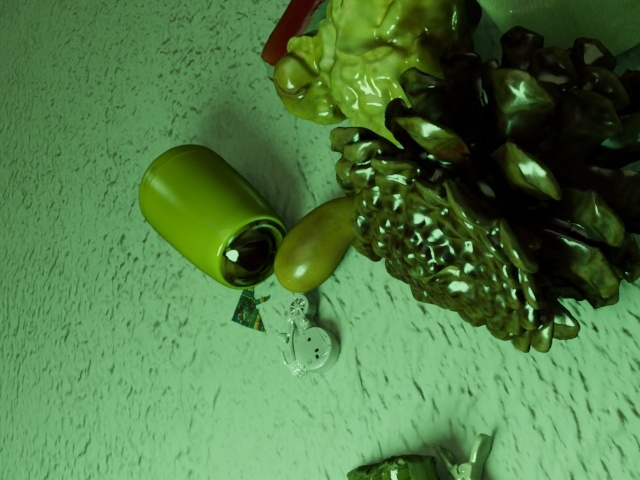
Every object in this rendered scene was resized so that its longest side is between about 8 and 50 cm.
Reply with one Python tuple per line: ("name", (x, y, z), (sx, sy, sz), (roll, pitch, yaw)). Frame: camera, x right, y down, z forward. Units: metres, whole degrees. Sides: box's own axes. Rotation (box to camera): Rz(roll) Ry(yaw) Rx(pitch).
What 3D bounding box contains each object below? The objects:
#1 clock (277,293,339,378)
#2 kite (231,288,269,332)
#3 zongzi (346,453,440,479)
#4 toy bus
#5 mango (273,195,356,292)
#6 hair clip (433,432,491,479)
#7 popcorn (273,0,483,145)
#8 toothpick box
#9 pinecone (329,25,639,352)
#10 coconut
("clock", (-0.024, 0.145, 1.147), (0.087, 0.041, 0.129), (-36, 55, 18))
("kite", (-0.119, 0.111, 1.270), (0.090, 0.004, 0.122), (-31, 53, 27))
("zongzi", (0.099, 0.366, 0.939), (0.178, 0.081, 0.189), (-40, 62, 55))
("toy bus", (-0.002, -0.372, 1.316), (0.121, 0.120, 0.265), (35, 93, 46))
("mango", (0.000, 0.000, 1.166), (0.184, 0.085, 0.102), (-50, 47, 3))
("hair clip", (0.198, 0.331, 0.873), (0.072, 0.034, 0.226), (-33, 52, 24))
("popcorn", (0.096, -0.264, 1.113), (0.332, 0.225, 0.265), (-27, 83, 10))
("toothpick box", (-0.175, -0.036, 1.274), (0.271, 0.175, 0.175), (39, 97, 41))
("pinecone", (0.221, -0.086, 0.854), (0.384, 0.384, 0.385), (-18, 59, 34))
("coconut", (0.307, -0.352, 0.942), (0.237, 0.266, 0.237), (-25, 47, 30))
